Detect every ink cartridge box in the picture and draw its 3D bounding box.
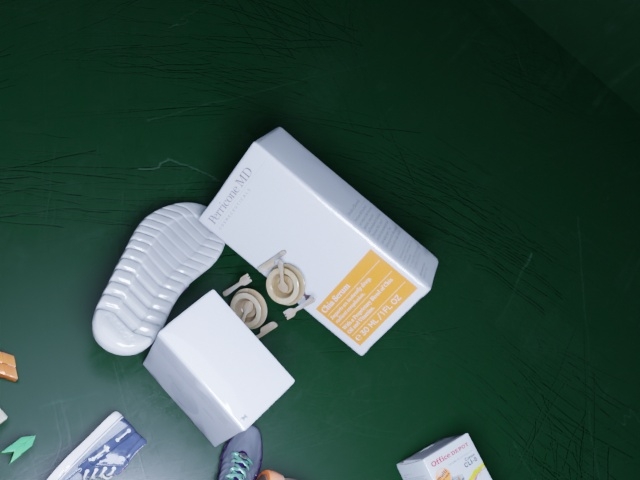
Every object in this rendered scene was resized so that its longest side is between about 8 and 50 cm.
[{"bbox_3d":[0.268,0.509,1.332,0.128,0.127,0.176,-20,75,-27],"label":"ink cartridge box"}]

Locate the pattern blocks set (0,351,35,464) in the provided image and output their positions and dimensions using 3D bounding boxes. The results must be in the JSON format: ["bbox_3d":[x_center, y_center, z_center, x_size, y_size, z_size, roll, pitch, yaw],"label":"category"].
[{"bbox_3d":[-0.635,0.270,1.076,0.325,0.026,0.285,44,37,-9],"label":"pattern blocks set"}]

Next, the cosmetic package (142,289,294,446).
[{"bbox_3d":[-0.198,0.244,1.209,0.224,0.225,0.138,48,60,3],"label":"cosmetic package"}]

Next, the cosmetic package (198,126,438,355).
[{"bbox_3d":[0.000,0.000,1.369,0.453,0.230,0.161,39,27,-1],"label":"cosmetic package"}]

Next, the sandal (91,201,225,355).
[{"bbox_3d":[-0.333,0.066,1.302,0.169,0.102,0.416,35,43,-5],"label":"sandal"}]

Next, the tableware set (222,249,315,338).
[{"bbox_3d":[-0.116,0.118,1.322,0.128,0.194,0.039,58,26,7],"label":"tableware set"}]

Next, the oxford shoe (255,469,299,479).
[{"bbox_3d":[-0.077,0.597,1.119,0.132,0.130,0.364,23,59,-19],"label":"oxford shoe"}]

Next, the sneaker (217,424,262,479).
[{"bbox_3d":[-0.154,0.451,1.208,0.083,0.098,0.224,25,61,-10],"label":"sneaker"}]

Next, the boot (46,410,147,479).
[{"bbox_3d":[-0.402,0.401,1.148,0.086,0.069,0.190,41,58,3],"label":"boot"}]
